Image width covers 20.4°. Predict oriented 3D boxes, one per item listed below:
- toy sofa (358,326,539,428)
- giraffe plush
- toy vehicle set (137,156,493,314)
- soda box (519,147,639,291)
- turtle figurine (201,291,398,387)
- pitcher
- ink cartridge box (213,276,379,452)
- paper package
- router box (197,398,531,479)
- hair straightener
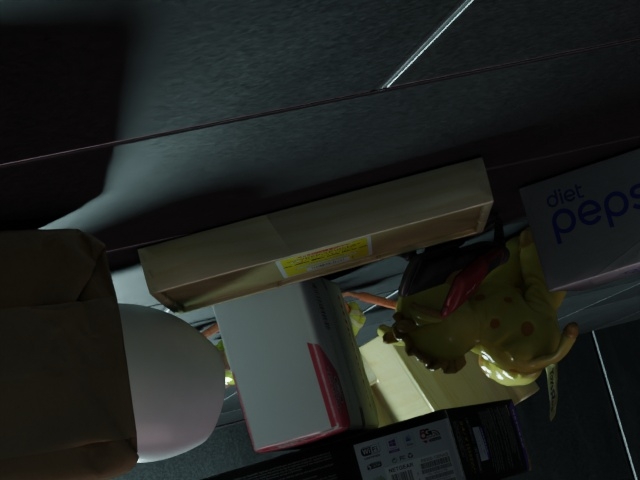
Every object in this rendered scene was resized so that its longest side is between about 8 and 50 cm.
[{"bbox_3d":[0.141,0.152,2.105,0.177,0.150,0.362,-30,176,-17],"label":"toy sofa"},{"bbox_3d":[0.150,0.076,1.783,0.170,0.210,0.181,10,134,-10],"label":"giraffe plush"},{"bbox_3d":[0.000,0.000,1.388,0.266,0.035,0.166,-15,172,-1],"label":"toy vehicle set"},{"bbox_3d":[0.321,-0.040,1.494,0.286,0.098,0.091,-18,171,23],"label":"soda box"},{"bbox_3d":[-0.042,0.127,1.973,0.269,0.087,0.217,-13,171,-14],"label":"turtle figurine"},{"bbox_3d":[-0.196,0.105,1.424,0.207,0.126,0.177,12,180,-26],"label":"pitcher"},{"bbox_3d":[-0.020,0.117,1.700,0.092,0.159,0.218,-18,171,11],"label":"ink cartridge box"},{"bbox_3d":[-0.335,0.117,1.112,0.324,0.168,0.309,-22,168,41],"label":"paper package"},{"bbox_3d":[0.027,0.235,1.731,0.308,0.081,0.243,-18,171,18],"label":"router box"},{"bbox_3d":[0.111,0.006,1.556,0.089,0.047,0.230,25,-157,13],"label":"hair straightener"}]
